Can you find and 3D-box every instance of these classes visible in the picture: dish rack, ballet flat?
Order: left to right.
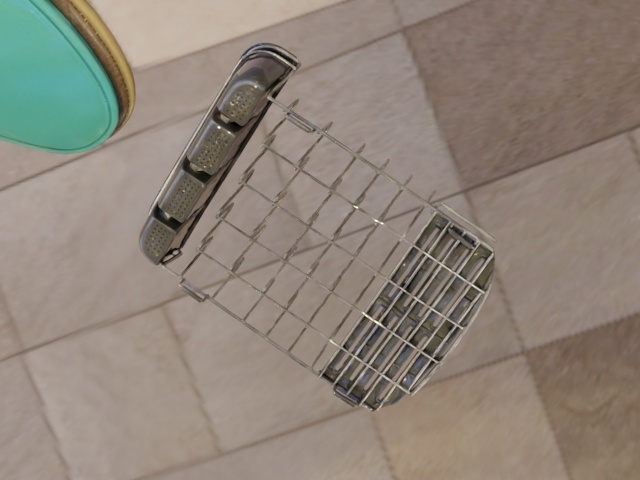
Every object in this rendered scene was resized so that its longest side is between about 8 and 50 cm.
[{"bbox_3d":[-0.159,-0.111,0.542,0.232,0.073,0.080,30,126,-30],"label":"ballet flat"},{"bbox_3d":[0.000,0.000,1.263,0.271,0.074,0.208,35,118,1],"label":"dish rack"}]
